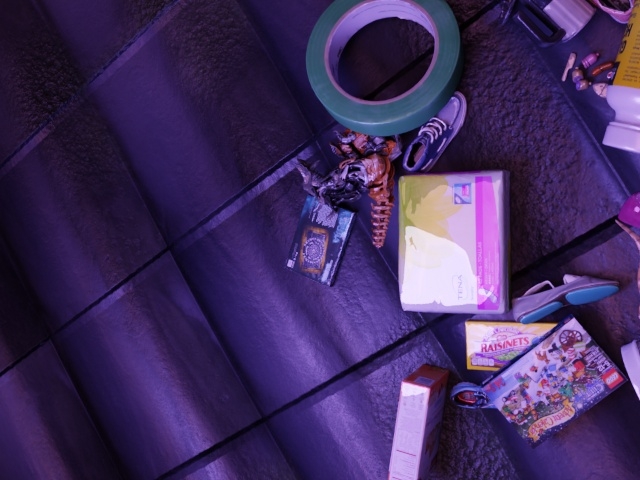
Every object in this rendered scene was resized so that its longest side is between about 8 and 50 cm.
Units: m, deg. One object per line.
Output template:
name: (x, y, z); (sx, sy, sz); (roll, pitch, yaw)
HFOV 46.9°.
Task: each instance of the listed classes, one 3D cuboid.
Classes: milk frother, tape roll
milk frother: (0.430, -0.444, 1.435); (0.135, 0.143, 0.129); (41, 101, -8)
tape roll: (0.133, -0.380, 1.531); (0.321, 0.077, 0.321); (-4, 76, 16)

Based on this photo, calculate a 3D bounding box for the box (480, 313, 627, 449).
box: (0.461, 0.281, 1.470); (0.233, 0.044, 0.159); (-41, 86, 11)

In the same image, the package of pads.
package of pads: (0.275, 0.004, 1.537); (0.229, 0.101, 0.296); (0, 94, 25)

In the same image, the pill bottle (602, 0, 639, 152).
pill bottle: (0.620, -0.313, 1.299); (0.188, 0.188, 0.333); (20, 102, 22)

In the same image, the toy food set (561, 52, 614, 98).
toy food set: (0.535, -0.322, 1.430); (0.122, 0.019, 0.078); (22, 103, 22)

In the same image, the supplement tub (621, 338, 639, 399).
supplement tub: (0.717, 0.212, 1.279); (0.316, 0.228, 0.228); (-29, 82, 25)

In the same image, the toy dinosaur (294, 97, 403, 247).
toy dinosaur: (0.079, -0.147, 1.573); (0.218, 0.164, 0.322); (-19, 47, 18)

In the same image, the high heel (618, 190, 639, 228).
high heel: (0.682, -0.010, 1.375); (0.244, 0.082, 0.117); (35, 141, 4)

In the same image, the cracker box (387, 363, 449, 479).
cracker box: (0.211, 0.396, 1.573); (0.067, 0.156, 0.232); (11, 100, 23)

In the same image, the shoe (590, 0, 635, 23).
shoe: (0.524, -0.480, 1.387); (0.178, 0.081, 0.063); (48, 112, 14)

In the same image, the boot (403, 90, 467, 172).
boot: (0.240, -0.224, 1.541); (0.069, 0.086, 0.190); (31, 107, 20)

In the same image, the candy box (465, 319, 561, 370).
candy box: (0.406, 0.220, 1.536); (0.206, 0.027, 0.105); (-2, 92, 25)

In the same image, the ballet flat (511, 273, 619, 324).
ballet flat: (0.481, 0.102, 1.472); (0.213, 0.072, 0.068); (-24, 54, 22)

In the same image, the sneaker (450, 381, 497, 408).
sneaker: (0.349, 0.332, 1.547); (0.162, 0.073, 0.063); (-10, 90, 25)

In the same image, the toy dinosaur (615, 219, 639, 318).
toy dinosaur: (0.628, 0.060, 1.398); (0.112, 0.064, 0.211); (-6, 92, 27)

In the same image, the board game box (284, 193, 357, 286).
board game box: (0.000, 0.000, 1.707); (0.126, 0.026, 0.186); (24, 104, 21)
